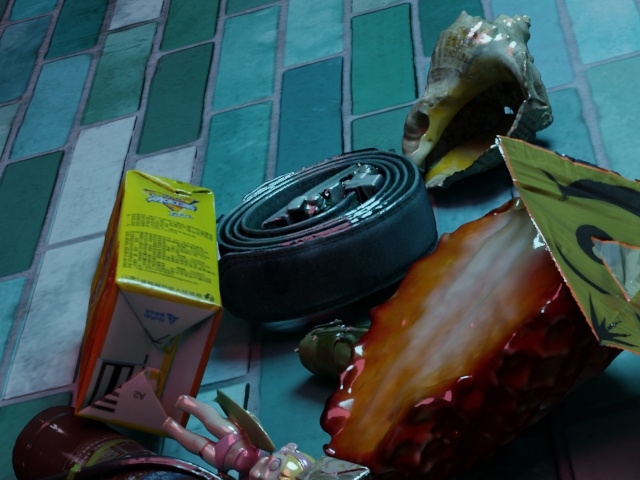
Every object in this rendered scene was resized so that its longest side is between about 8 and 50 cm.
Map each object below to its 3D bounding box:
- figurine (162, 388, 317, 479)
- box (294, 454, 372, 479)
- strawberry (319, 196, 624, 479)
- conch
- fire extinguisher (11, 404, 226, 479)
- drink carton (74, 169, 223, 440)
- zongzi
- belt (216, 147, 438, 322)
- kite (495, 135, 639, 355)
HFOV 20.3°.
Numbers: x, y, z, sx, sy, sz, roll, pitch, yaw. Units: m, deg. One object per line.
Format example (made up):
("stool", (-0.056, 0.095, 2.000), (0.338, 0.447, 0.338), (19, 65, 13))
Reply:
("figurine", (-0.060, 0.198, 1.625), (0.187, 0.083, 0.083), (26, 49, 29))
("box", (0.019, 0.237, 1.528), (0.062, 0.098, 0.045), (14, 37, 44))
("strawberry", (0.153, 0.113, 1.623), (0.336, 0.149, 0.265), (-47, 25, -20))
("conch", (0.180, -0.151, 2.059), (0.245, 0.163, 0.178), (-52, 15, 1))
("fire extinguisher", (-0.167, 0.245, 1.612), (0.141, 0.105, 0.341), (-25, 27, -31))
("drink carton", (-0.172, 0.055, 1.819), (0.111, 0.154, 0.351), (16, 17, -9))
("zongzi", (0.046, 0.104, 1.798), (0.119, 0.055, 0.109), (-27, 26, -38))
("belt", (0.000, 0.000, 1.933), (0.267, 0.116, 0.206), (-27, 25, -20))
("kite", (0.290, 0.034, 1.543), (0.377, 0.013, 0.327), (42, 29, 10))
